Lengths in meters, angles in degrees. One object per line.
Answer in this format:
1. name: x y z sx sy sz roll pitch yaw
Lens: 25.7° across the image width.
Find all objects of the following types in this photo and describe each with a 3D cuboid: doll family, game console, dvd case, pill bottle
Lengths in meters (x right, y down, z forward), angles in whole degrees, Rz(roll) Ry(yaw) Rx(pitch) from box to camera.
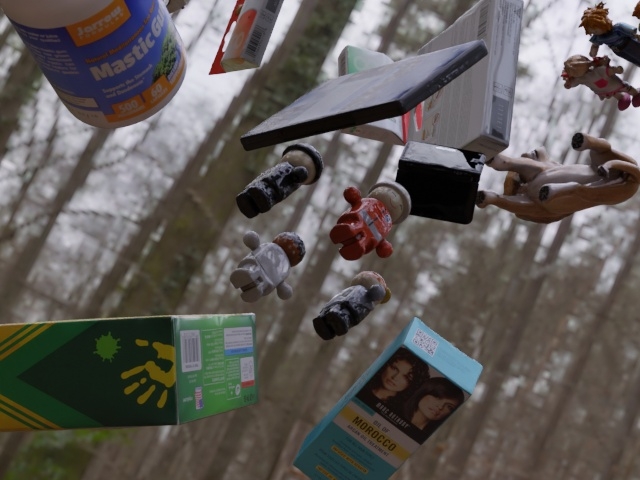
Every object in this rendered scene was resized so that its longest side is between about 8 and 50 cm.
1. doll family: 0.452 -0.278 1.975 0.163 0.118 0.263 27 -19 -31
2. game console: 0.174 -0.087 2.070 0.122 0.107 0.071 11 -58 9
3. dvd case: 0.048 -0.165 1.618 0.253 0.180 0.022 -8 -68 44
4. pill bottle: -0.248 -0.251 1.460 0.152 0.152 0.272 17 -24 24

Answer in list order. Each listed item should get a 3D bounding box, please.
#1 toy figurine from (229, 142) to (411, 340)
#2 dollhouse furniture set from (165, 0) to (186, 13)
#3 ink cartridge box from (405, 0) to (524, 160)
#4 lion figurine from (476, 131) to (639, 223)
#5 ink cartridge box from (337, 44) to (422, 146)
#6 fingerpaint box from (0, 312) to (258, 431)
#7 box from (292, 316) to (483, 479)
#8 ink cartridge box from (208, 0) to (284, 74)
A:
1. toy figurine: 0.000 0.000 1.816 0.213 0.148 0.209 21 -54 21
2. dollhouse furniture set: -0.339 -0.405 2.279 0.129 0.184 0.128 26 -40 64
3. ink cartridge box: 0.227 -0.233 2.266 0.060 0.275 0.239 19 -25 -21
4. lion figurine: 0.422 -0.095 2.348 0.240 0.142 0.392 10 -1 -31
5. ink cartridge box: 0.144 -0.279 2.792 0.225 0.181 0.056 10 -29 -21
6. fingerpaint box: -0.328 0.201 2.154 0.371 0.163 0.445 -3 -3 11
7. box: 0.076 0.206 1.643 0.100 0.060 0.244 36 -56 -3
8. ink cartridge box: -0.129 -0.342 2.245 0.045 0.145 0.179 26 -11 -31
